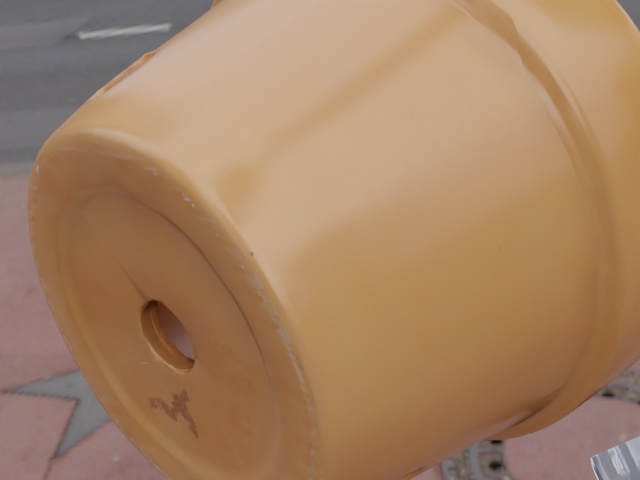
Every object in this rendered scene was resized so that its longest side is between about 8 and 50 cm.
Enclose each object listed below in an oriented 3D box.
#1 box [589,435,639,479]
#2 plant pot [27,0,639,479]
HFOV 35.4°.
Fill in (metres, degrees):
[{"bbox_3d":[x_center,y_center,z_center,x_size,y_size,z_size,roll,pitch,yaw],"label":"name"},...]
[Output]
[{"bbox_3d":[0.380,0.365,1.010,0.077,0.307,0.242,-26,49,8],"label":"box"},{"bbox_3d":[0.000,0.000,0.488,0.291,0.290,0.203,17,37,41],"label":"plant pot"}]
